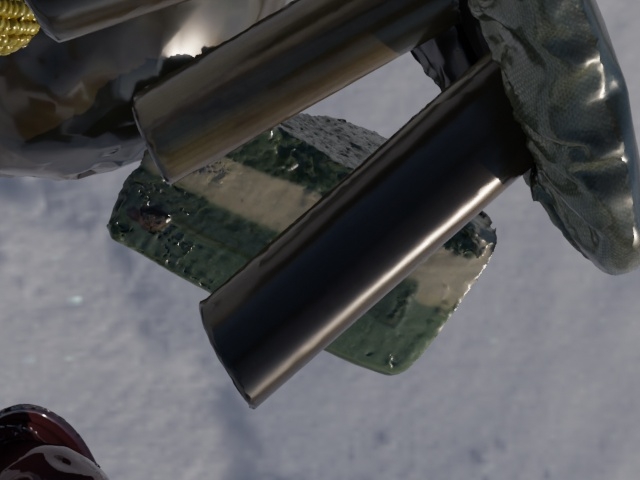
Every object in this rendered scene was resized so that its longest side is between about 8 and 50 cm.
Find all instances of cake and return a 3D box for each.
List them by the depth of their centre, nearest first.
[{"bbox_3d":[-0.004,-0.002,1.501,0.283,0.172,0.158,11,116,-54],"label":"cake"}]

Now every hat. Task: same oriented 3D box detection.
[{"bbox_3d":[-0.201,0.220,1.471,0.205,0.089,0.205,39,44,-52],"label":"hat"}]

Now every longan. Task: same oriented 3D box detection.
[{"bbox_3d":[-0.205,-0.236,1.531,0.391,0.391,0.391,7,81,-47],"label":"longan"}]

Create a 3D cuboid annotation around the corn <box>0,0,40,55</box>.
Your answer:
[{"bbox_3d":[-0.260,-0.162,1.240,0.203,0.072,0.072,11,77,-51],"label":"corn"}]

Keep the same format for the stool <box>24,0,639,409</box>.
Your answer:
[{"bbox_3d":[-0.008,-0.119,0.966,0.310,0.226,0.310,-113,177,-56],"label":"stool"}]
